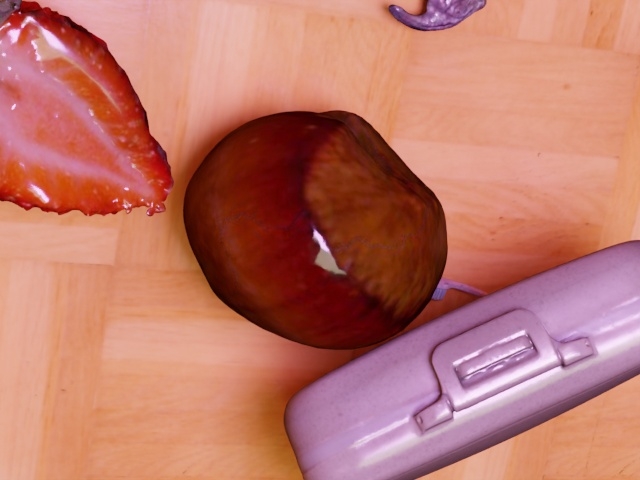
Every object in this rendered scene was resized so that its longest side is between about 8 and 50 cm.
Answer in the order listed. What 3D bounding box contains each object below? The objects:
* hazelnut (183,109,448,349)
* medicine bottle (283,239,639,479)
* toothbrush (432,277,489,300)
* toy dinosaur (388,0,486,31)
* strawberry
[{"bbox_3d":[0.000,0.000,1.193,0.251,0.217,0.217,19,103,-49],"label":"hazelnut"},{"bbox_3d":[0.150,0.125,1.250,0.375,0.282,0.123,-23,79,-2],"label":"medicine bottle"},{"bbox_3d":[0.202,0.075,1.383,0.269,0.021,0.027,18,115,-24],"label":"toothbrush"},{"bbox_3d":[0.059,-0.293,1.168,0.294,0.077,0.162,27,91,-28],"label":"toy dinosaur"},{"bbox_3d":[-0.225,-0.109,1.129,0.228,0.098,0.174,15,87,-36],"label":"strawberry"}]
